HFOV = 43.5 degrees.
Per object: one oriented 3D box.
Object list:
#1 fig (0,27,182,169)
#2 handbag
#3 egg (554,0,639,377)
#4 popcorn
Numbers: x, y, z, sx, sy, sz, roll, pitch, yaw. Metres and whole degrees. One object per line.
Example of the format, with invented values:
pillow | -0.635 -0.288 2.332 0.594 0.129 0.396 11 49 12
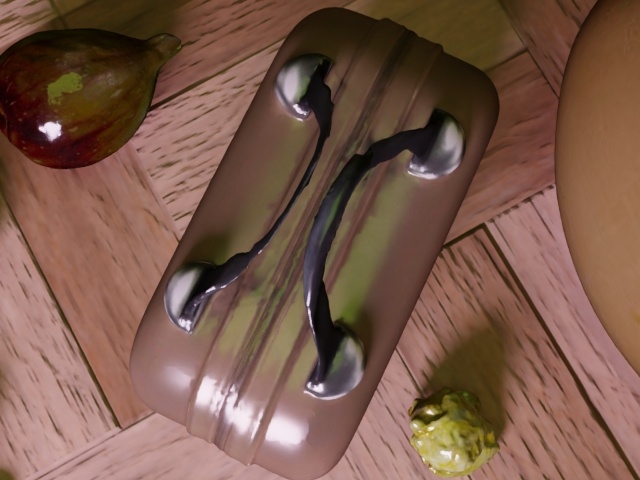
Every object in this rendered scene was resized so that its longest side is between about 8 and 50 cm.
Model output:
fig | -0.180 -0.124 0.626 0.154 0.103 0.109 -34 104 4
handbag | 0.000 0.000 0.510 0.149 0.283 0.302 27 82 3
egg | 0.306 -0.028 0.502 0.301 0.301 0.374 -32 74 -4
popcorn | 0.099 0.147 0.600 0.059 0.068 0.083 -37 120 18
